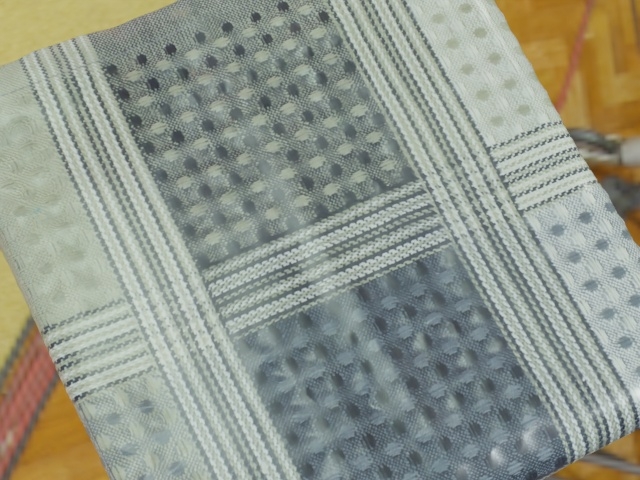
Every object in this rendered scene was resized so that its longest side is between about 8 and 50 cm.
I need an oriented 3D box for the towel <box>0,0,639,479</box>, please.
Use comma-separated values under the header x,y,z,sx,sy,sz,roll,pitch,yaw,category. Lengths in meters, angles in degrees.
x,y,z,sx,sy,sz,roll,pitch,yaw,category
0.000,0.000,0.818,0.312,0.056,0.324,-22,73,-14,towel
